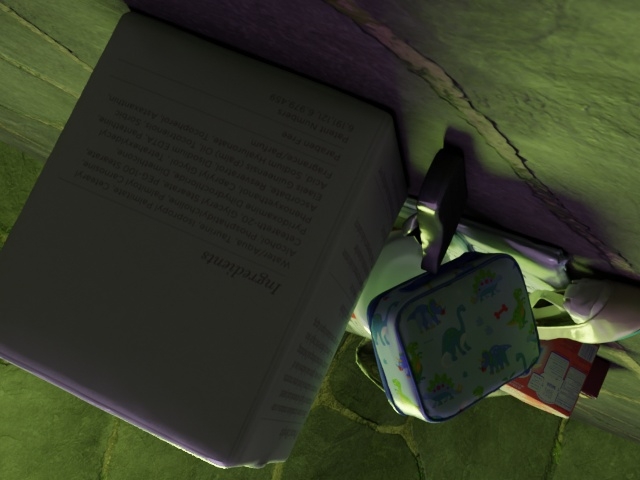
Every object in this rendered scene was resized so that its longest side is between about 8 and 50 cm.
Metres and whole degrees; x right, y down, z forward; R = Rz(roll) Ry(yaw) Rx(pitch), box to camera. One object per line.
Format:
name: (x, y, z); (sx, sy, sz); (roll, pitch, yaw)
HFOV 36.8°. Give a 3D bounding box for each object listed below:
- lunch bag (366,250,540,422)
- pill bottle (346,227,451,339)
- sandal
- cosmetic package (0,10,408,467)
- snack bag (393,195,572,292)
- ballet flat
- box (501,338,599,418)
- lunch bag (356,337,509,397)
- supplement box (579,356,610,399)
lunch bag: (0.172, 0.115, 1.228); (0.090, 0.219, 0.176); (3, 114, 59)
pill bottle: (0.059, 0.056, 1.414); (0.161, 0.161, 0.283); (28, 171, -24)
sandal: (0.128, -0.039, 1.103); (0.054, 0.097, 0.254); (22, 161, 14)
cosmetic package: (-0.127, 0.017, 1.117); (0.327, 0.393, 0.329); (23, 171, 12)
snack bag: (0.213, 0.018, 1.403); (0.342, 0.037, 0.323); (21, 171, 25)
ballet flat: (0.334, 0.090, 1.267); (0.086, 0.086, 0.248); (27, 161, -17)
box: (0.340, 0.191, 1.745); (0.300, 0.154, 0.142); (28, 172, -30)
lunch bag: (0.246, 0.254, 2.003); (0.235, 0.169, 0.287); (13, 162, -38)
supplement box: (0.516, 0.272, 2.010); (0.104, 0.081, 0.188); (25, 173, 0)
